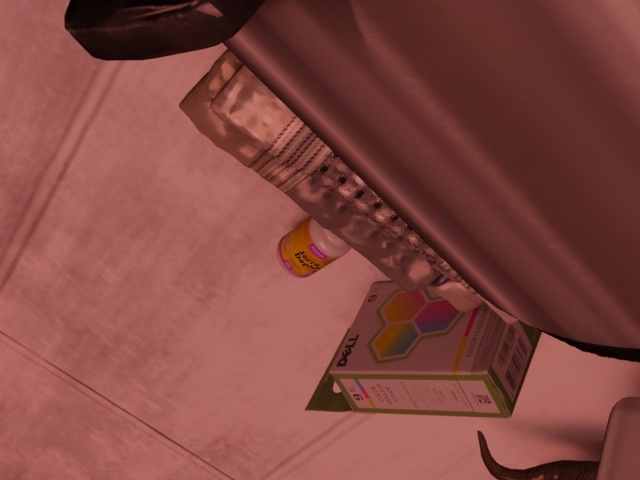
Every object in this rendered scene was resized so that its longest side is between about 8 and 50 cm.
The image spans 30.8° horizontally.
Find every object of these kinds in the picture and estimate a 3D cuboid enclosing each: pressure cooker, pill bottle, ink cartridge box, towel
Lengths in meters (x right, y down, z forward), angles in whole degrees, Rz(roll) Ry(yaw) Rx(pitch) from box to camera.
[{"bbox_3d":[0.095,-0.201,0.431,0.375,0.369,0.420,-34,126,21],"label":"pressure cooker"},{"bbox_3d":[0.000,0.000,1.010,0.043,0.043,0.083,39,141,-14],"label":"pill bottle"},{"bbox_3d":[0.079,0.093,1.015,0.209,0.109,0.062,-4,132,36],"label":"ink cartridge box"},{"bbox_3d":[0.101,-0.076,0.808,0.312,0.056,0.324,34,138,-20],"label":"towel"}]

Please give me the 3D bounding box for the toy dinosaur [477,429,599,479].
[{"bbox_3d":[0.289,0.264,1.082,0.313,0.121,0.160,49,153,9],"label":"toy dinosaur"}]

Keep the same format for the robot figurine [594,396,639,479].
[{"bbox_3d":[0.393,0.219,0.894,0.354,0.199,0.300,11,169,22],"label":"robot figurine"}]
